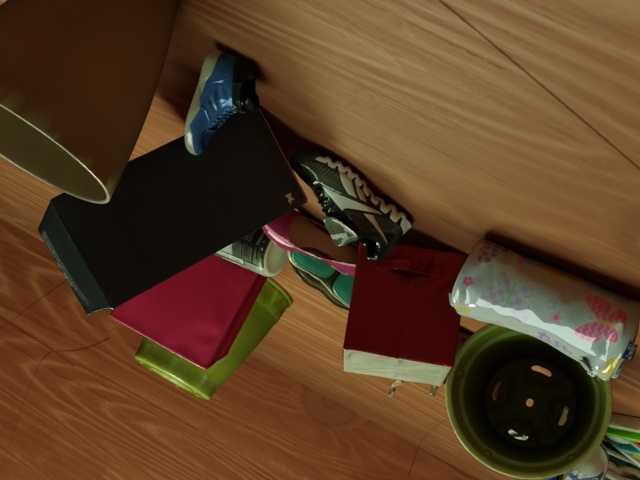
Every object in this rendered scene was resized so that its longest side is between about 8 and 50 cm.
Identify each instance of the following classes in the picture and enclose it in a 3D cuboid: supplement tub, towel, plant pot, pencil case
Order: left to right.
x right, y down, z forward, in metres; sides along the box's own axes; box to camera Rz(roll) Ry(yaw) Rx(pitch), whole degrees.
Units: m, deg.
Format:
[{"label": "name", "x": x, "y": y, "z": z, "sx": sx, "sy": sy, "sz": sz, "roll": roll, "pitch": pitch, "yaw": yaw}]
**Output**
[{"label": "plant pot", "x": -0.305, "y": -0.229, "z": 1.032, "sx": 0.257, "sy": 0.274, "sz": 0.256, "roll": 27, "pitch": 162, "yaw": 9}, {"label": "plant pot", "x": -0.320, "y": 0.234, "z": 2.255, "sx": 0.367, "sy": 0.352, "sz": 0.366, "roll": 26, "pitch": 163, "yaw": 9}, {"label": "supplement tub", "x": -0.162, "y": -0.006, "z": 1.713, "sx": 0.191, "sy": 0.117, "sz": 0.117, "roll": 22, "pitch": 161, "yaw": 26}, {"label": "plant pot", "x": 0.383, "y": 0.291, "z": 1.503, "sx": 0.276, "sy": 0.276, "sz": 0.254, "roll": 23, "pitch": 174, "yaw": 20}, {"label": "pencil case", "x": 0.332, "y": 0.099, "z": 1.206, "sx": 0.273, "sy": 0.124, "sz": 0.113, "roll": 25, "pitch": -157, "yaw": 20}, {"label": "towel", "x": 0.649, "y": 0.557, "z": 2.077, "sx": 0.375, "sy": 0.090, "sz": 0.320, "roll": 28, "pitch": 166, "yaw": 4}]

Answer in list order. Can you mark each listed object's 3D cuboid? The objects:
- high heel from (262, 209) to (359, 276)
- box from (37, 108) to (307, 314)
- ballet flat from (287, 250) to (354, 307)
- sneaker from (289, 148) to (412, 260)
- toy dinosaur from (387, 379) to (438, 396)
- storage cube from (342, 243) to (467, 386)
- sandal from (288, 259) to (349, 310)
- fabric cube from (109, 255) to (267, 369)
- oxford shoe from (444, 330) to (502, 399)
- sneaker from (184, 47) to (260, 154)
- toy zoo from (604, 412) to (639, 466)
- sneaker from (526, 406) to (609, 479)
[{"label": "high heel", "x": 0.000, "y": 0.000, "z": 1.530, "sx": 0.244, "sy": 0.082, "sz": 0.117, "roll": 37, "pitch": 159, "yaw": -20}, {"label": "box", "x": -0.247, "y": -0.042, "z": 1.310, "sx": 0.178, "sy": 0.343, "sz": 0.312, "roll": 62, "pitch": 157, "yaw": -6}, {"label": "ballet flat", "x": 0.025, "y": 0.059, "z": 1.692, "sx": 0.248, "sy": 0.086, "sz": 0.086, "roll": 40, "pitch": 160, "yaw": -27}, {"label": "sneaker", "x": 0.037, "y": -0.048, "z": 1.286, "sx": 0.234, "sy": 0.106, "sz": 0.078, "roll": 36, "pitch": 161, "yaw": -21}, {"label": "toy dinosaur", "x": 0.183, "y": 0.270, "z": 1.957, "sx": 0.200, "sy": 0.127, "sz": 0.296, "roll": 44, "pitch": 153, "yaw": -22}, {"label": "storage cube", "x": 0.140, "y": 0.128, "z": 1.401, "sx": 0.184, "sy": 0.193, "sz": 0.215, "roll": 9, "pitch": 162, "yaw": 4}, {"label": "sandal", "x": 0.018, "y": 0.085, "z": 1.778, "sx": 0.219, "sy": 0.060, "sz": 0.090, "roll": 39, "pitch": -171, "yaw": -36}, {"label": "fabric cube", "x": -0.289, "y": 0.113, "z": 1.910, "sx": 0.254, "sy": 0.258, "sz": 0.259, "roll": 28, "pitch": -178, "yaw": 4}, {"label": "oxford shoe", "x": 0.262, "y": 0.229, "z": 1.768, "sx": 0.348, "sy": 0.123, "sz": 0.130, "roll": 28, "pitch": -171, "yaw": 0}, {"label": "sneaker", "x": -0.132, "y": -0.182, "z": 1.137, "sx": 0.085, "sy": 0.152, "sz": 0.058, "roll": 21, "pitch": -165, "yaw": 10}, {"label": "toy zoo", "x": 0.714, "y": 0.453, "z": 1.757, "sx": 0.293, "sy": 0.030, "sz": 0.192, "roll": 36, "pitch": 162, "yaw": -21}, {"label": "sneaker", "x": 0.503, "y": 0.450, "z": 1.736, "sx": 0.127, "sy": 0.182, "sz": 0.315, "roll": 25, "pitch": 151, "yaw": 42}]
